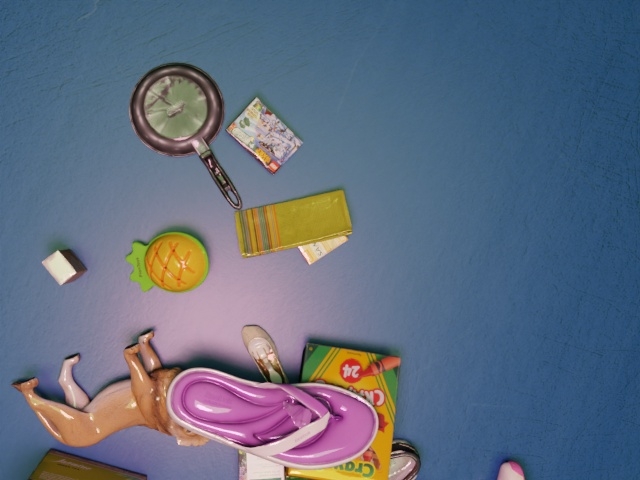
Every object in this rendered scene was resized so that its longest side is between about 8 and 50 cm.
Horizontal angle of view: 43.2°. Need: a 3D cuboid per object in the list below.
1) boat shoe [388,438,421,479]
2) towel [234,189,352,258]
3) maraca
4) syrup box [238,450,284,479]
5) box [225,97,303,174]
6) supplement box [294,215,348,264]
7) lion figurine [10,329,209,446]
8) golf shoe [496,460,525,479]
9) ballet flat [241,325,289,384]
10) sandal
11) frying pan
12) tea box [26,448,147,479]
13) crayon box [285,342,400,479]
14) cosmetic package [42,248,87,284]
[{"bbox_3d":[0.072,0.519,1.695,0.302,0.091,0.114,-35,94,-5],"label":"boat shoe"},{"bbox_3d":[-0.058,-0.036,1.681,0.237,0.021,0.102,-13,76,1],"label":"towel"},{"bbox_3d":[-0.312,0.047,1.646,0.186,0.099,0.127,-7,96,19],"label":"maraca"},{"bbox_3d":[-0.123,0.473,1.672,0.093,0.096,0.236,-1,90,-6],"label":"syrup box"},{"bbox_3d":[-0.117,-0.217,1.682,0.137,0.027,0.094,44,85,-15],"label":"box"},{"bbox_3d":[0.000,0.000,1.705,0.098,0.036,0.062,-34,93,-4],"label":"supplement box"},{"bbox_3d":[-0.410,0.336,1.635,0.392,0.142,0.240,-16,101,8],"label":"lion figurine"},{"bbox_3d":[0.360,0.619,1.721,0.140,0.115,0.306,10,89,-3],"label":"golf shoe"},{"bbox_3d":[-0.110,0.250,1.690,0.057,0.052,0.168,-31,94,-5],"label":"ballet flat"},{"bbox_3d":[-0.088,0.339,1.535,0.416,0.102,0.169,9,71,-8],"label":"sandal"},{"bbox_3d":[-0.285,-0.209,1.668,0.197,0.053,0.326,-10,89,-6],"label":"frying pan"},{"bbox_3d":[-0.488,0.617,1.520,0.220,0.323,0.329,18,88,-7],"label":"tea box"},{"bbox_3d":[0.045,0.382,1.641,0.202,0.081,0.318,9,71,-4],"label":"crayon box"},{"bbox_3d":[-0.508,0.052,1.611,0.041,0.115,0.060,-39,95,-4],"label":"cosmetic package"}]
